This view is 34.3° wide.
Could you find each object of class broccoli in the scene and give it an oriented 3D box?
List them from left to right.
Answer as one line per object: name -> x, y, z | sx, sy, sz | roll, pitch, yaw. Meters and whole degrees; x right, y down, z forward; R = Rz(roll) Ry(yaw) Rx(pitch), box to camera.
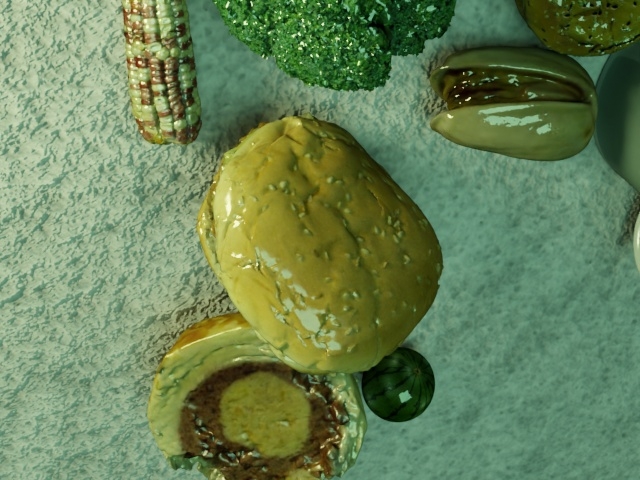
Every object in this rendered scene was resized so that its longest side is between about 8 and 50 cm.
broccoli -> 0.019, -0.294, 1.005 | 0.307, 0.275, 0.308 | 5, 100, 27

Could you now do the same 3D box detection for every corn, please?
corn -> -0.167, -0.211, 1.089 | 0.079, 0.079, 0.237 | -6, 117, -11

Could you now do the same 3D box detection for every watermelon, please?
watermelon -> 0.098, 0.192, 1.366 | 0.109, 0.109, 0.109 | -6, 120, -11

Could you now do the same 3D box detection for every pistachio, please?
pistachio -> 0.224, -0.157, 1.198 | 0.206, 0.131, 0.130 | 4, 73, -11

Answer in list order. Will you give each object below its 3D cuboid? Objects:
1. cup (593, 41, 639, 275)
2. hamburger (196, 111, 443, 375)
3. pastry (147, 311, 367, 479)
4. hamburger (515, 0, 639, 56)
cup -> 0.476, -0.073, 1.211 | 0.259, 0.274, 0.357 | 8, 115, -17
hamburger -> 0.000, 0.001, 1.131 | 0.283, 0.144, 0.259 | 46, 58, -4
pastry -> -0.078, 0.179, 1.275 | 0.255, 0.170, 0.237 | -18, 112, 20
hamburger -> 0.309, -0.279, 1.148 | 0.177, 0.113, 0.185 | -34, 120, 4
